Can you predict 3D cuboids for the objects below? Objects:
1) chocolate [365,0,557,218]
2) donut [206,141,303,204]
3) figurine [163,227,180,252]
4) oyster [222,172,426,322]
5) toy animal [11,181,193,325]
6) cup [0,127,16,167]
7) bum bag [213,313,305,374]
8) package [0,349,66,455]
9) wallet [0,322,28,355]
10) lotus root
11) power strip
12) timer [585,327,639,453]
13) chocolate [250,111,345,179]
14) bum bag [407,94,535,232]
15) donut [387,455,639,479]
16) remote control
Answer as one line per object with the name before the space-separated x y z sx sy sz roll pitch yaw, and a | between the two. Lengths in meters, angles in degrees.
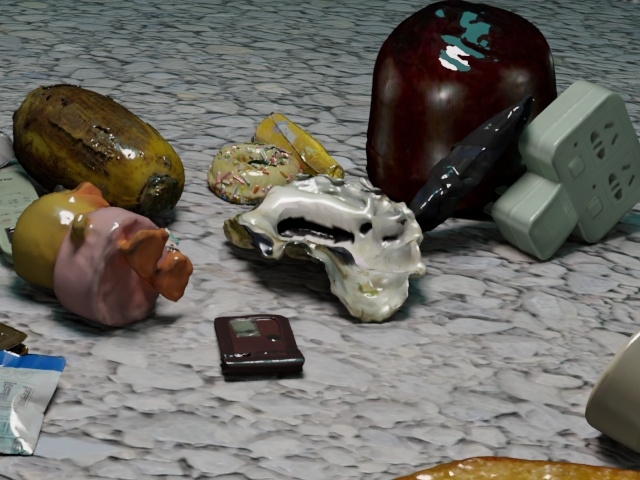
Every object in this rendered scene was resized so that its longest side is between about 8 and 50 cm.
chocolate | 0.259 -0.251 2.204 0.383 0.331 0.384 2 22 -1
donut | -0.112 -0.121 2.175 0.174 0.068 0.175 2 24 -1
figurine | -0.240 0.015 1.889 0.060 0.047 0.106 7 21 -13
oyster | 0.000 0.002 1.883 0.351 0.115 0.238 12 34 29
toy animal | -0.324 0.016 1.757 0.281 0.195 0.169 29 75 37
cup | -0.579 -0.172 2.240 0.104 0.074 0.116 18 11 -29
bum bag | -0.085 0.138 1.674 0.109 0.026 0.159 -1 20 -10
package | -0.404 0.187 1.498 0.171 0.027 0.173 4 34 3
wallet | -0.483 0.123 1.640 0.198 0.031 0.110 18 28 28
lotus root | -0.376 -0.146 2.074 0.397 0.179 0.196 31 14 36
power strip | 0.385 -0.100 2.028 0.261 0.229 0.141 -43 38 -12
timer | 0.458 0.224 1.440 0.175 0.175 0.266 -20 50 -41
chocolate | -0.030 -0.158 2.261 0.085 0.086 0.219 -14 32 -34
bum bag | 0.228 -0.117 1.977 0.074 0.310 0.137 41 -2 2
donut | 0.178 0.347 1.090 0.435 0.164 0.377 -18 31 -34
remote control | -0.480 -0.038 1.983 0.090 0.038 0.309 -6 27 -20
